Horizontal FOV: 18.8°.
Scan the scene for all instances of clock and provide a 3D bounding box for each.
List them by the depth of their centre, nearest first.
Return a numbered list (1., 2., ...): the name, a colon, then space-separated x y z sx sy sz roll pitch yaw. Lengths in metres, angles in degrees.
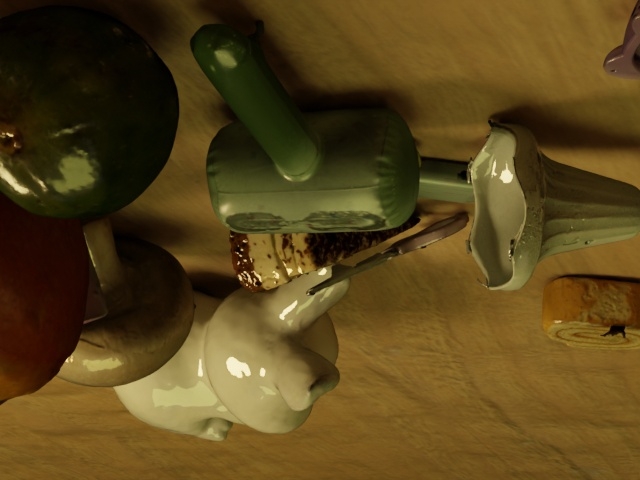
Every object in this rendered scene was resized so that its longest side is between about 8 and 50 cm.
1. clock: 0.294 -0.175 1.561 0.110 0.050 0.153 5 161 -5

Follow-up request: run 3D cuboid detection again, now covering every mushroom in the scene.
1. mushroom: -0.249 0.051 2.191 0.207 0.207 0.215 1 128 9

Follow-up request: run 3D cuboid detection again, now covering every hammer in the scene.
1. hammer: -0.041 -0.111 1.754 0.206 0.119 0.335 -3 154 19

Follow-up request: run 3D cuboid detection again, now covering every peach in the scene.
1. peach: -0.379 0.011 1.818 0.372 0.290 0.373 23 153 12

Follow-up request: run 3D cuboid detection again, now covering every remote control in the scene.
1. remote control: 0.163 -0.054 1.990 0.166 0.029 0.065 7 161 -10

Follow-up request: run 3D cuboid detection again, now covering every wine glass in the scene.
1. wine glass: 0.252 -0.030 1.856 0.196 0.165 0.165 2 162 -10

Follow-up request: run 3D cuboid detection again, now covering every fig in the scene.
1. fig: -0.213 -0.120 1.686 0.195 0.195 0.245 0 -166 12

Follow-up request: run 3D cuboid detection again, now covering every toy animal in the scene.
1. toy animal: -0.099 0.128 2.326 0.367 0.196 0.241 -9 161 41

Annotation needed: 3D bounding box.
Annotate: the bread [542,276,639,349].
1. bread: 0.340 0.095 2.336 0.149 0.073 0.122 5 164 -3

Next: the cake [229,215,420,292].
1. cake: 0.005 0.008 2.042 0.112 0.135 0.246 -8 159 29

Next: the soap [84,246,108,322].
1. soap: -0.348 0.030 2.095 0.081 0.181 0.259 -15 178 -39

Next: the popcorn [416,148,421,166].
1. popcorn: 0.069 -0.071 1.918 0.059 0.068 0.083 -12 132 -30

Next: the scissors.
1. scissors: 0.066 0.016 2.076 0.212 0.021 0.110 -22 180 -33
